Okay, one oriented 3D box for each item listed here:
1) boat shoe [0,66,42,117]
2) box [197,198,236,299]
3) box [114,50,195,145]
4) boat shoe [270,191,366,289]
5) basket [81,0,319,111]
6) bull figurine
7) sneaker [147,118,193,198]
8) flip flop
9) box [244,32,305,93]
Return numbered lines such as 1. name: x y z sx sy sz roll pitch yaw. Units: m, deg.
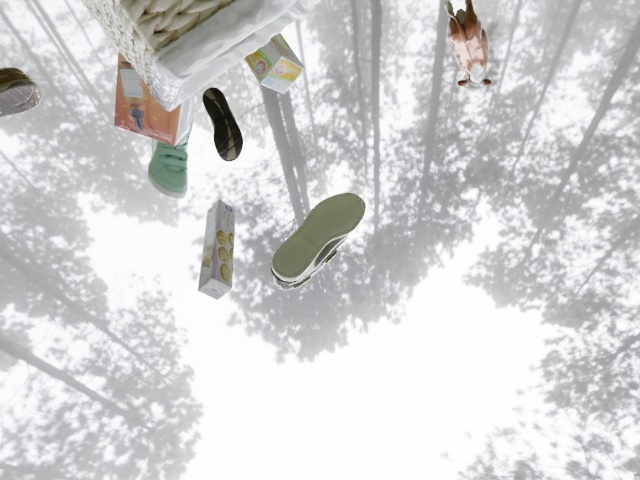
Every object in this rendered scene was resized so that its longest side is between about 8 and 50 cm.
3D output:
1. boat shoe: -0.954 -0.389 1.195 0.324 0.123 0.116 -29 -105 -31
2. box: -0.276 0.015 1.183 0.063 0.067 0.323 -39 -145 24
3. box: -0.325 -0.299 0.872 0.130 0.170 0.091 17 -147 -6
4. boat shoe: -0.004 -0.003 1.040 0.109 0.091 0.305 37 -120 15
5. basket: -0.164 -0.387 0.598 0.328 0.266 0.331 -40 -161 -10
6. bull figurine: 0.418 -0.558 1.235 0.101 0.310 0.188 -11 -103 22
7. sneaker: -0.366 -0.231 1.086 0.094 0.151 0.255 9 -135 -36
8. flip flop: -0.368 -0.436 1.649 0.112 0.080 0.276 -20 -84 -4
9. box: -0.154 -0.545 1.270 0.103 0.114 0.203 -41 -111 27
